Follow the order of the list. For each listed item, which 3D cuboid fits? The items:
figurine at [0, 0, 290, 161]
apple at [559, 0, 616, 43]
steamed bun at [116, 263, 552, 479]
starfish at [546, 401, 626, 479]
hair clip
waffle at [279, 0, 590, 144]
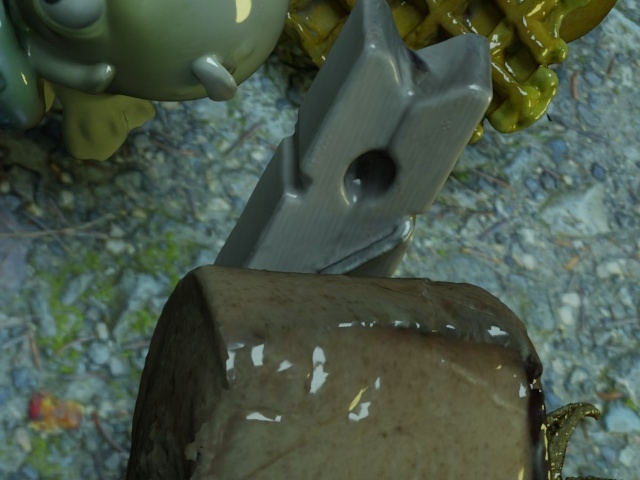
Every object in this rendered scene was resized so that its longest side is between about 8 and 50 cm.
[{"bbox_3d":[-0.208,-0.118,1.255,0.394,0.274,0.226,-22,56,-3],"label":"figurine"},{"bbox_3d":[0.168,-0.241,1.548,0.155,0.182,0.182,4,55,-23],"label":"apple"},{"bbox_3d":[-0.006,0.160,1.136,0.252,0.301,0.199,2,12,-25],"label":"steamed bun"},{"bbox_3d":[0.150,0.183,1.310,0.238,0.057,0.213,19,42,-18],"label":"starfish"},{"bbox_3d":[0.000,0.003,1.185,0.101,0.330,0.085,21,40,-11],"label":"hair clip"},{"bbox_3d":[0.055,-0.201,1.449,0.058,0.282,0.300,25,48,-72],"label":"waffle"}]
